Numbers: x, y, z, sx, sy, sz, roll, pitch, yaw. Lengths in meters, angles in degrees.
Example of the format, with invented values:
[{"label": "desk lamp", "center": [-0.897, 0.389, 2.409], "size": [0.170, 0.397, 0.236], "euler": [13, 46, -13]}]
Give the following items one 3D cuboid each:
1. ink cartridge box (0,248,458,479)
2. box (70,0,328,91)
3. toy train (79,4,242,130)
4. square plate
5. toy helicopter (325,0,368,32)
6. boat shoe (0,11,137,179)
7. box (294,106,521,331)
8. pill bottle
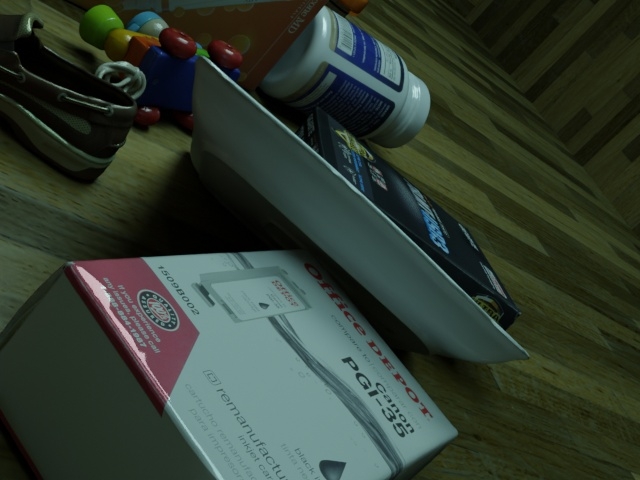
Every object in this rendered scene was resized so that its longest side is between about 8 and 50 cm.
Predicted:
[{"label": "ink cartridge box", "center": [-0.053, 0.116, 0.625], "size": [0.207, 0.117, 0.283], "euler": [50, 23, 18]}, {"label": "box", "center": [-0.174, -0.378, 1.168], "size": [0.345, 0.215, 0.168], "euler": [19, 33, -44]}, {"label": "toy train", "center": [-0.208, -0.203, 0.966], "size": [0.143, 0.105, 0.248], "euler": [41, 20, 21]}, {"label": "square plate", "center": [0.000, 0.000, 0.841], "size": [0.344, 0.049, 0.347], "euler": [43, -8, -4]}, {"label": "toy helicopter", "center": [-0.050, -0.494, 1.691], "size": [0.355, 0.140, 0.235], "euler": [43, 20, 6]}, {"label": "boat shoe", "center": [-0.274, -0.163, 0.777], "size": [0.257, 0.095, 0.095], "euler": [34, 24, -23]}, {"label": "box", "center": [0.093, -0.026, 1.139], "size": [0.293, 0.073, 0.295], "euler": [35, 16, -14]}, {"label": "pill bottle", "center": [0.039, -0.243, 1.368], "size": [0.264, 0.153, 0.153], "euler": [23, 30, -41]}]
